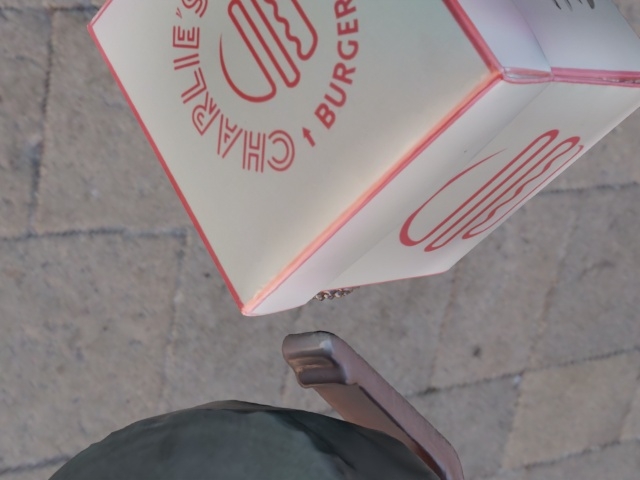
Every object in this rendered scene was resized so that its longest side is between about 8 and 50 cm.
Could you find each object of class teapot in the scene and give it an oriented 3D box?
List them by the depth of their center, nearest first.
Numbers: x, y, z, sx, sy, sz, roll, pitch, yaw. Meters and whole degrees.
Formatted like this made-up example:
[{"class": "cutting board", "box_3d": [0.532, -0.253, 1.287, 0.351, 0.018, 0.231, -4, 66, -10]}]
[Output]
[{"class": "teapot", "box_3d": [-0.001, 0.255, 0.760, 0.362, 0.305, 0.376, 52, 41, -44]}]

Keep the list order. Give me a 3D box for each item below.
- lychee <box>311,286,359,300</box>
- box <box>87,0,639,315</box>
[{"class": "lychee", "box_3d": [0.000, 0.000, 1.887, 0.188, 0.188, 0.188, -18, 126, -27]}, {"class": "box", "box_3d": [0.048, -0.159, 1.077, 0.300, 0.314, 0.312, -7, 150, -49]}]
